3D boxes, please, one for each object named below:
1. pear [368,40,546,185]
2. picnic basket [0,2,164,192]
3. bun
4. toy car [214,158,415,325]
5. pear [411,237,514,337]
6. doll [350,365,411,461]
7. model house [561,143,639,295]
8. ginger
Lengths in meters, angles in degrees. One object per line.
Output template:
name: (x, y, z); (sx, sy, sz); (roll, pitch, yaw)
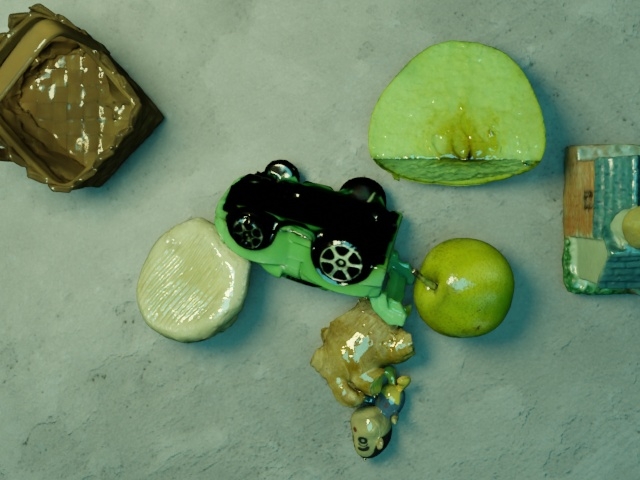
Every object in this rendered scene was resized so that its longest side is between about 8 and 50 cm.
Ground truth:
pear: (0.233, -0.222, 1.232); (0.288, 0.139, 0.239); (1, 79, 8)
picnic basket: (-0.453, -0.238, 1.186); (0.291, 0.321, 0.254); (45, 99, 2)
bun: (-0.215, 0.080, 1.276); (0.231, 0.133, 0.231); (-5, 78, 23)
toy car: (0.000, 0.000, 1.230); (0.358, 0.213, 0.176); (14, 125, 5)
pear: (0.229, 0.083, 1.212); (0.166, 0.216, 0.180); (50, 123, 38)
doll: (0.105, 0.320, 1.298); (0.089, 0.102, 0.179); (13, 95, -36)
model house: (0.517, -0.025, 1.123); (0.194, 0.325, 0.267); (1, 94, 6)
ginger: (0.083, 0.185, 1.272); (0.216, 0.102, 0.157); (-42, 64, -5)
